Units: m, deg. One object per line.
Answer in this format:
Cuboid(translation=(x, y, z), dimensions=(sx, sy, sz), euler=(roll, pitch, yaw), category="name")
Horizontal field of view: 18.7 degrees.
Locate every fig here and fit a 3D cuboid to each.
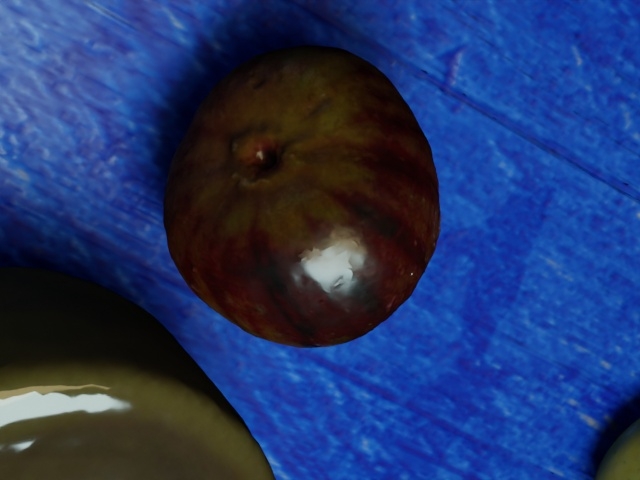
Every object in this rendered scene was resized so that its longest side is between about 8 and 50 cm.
Cuboid(translation=(0.001, -0.003, 1.060), dimensions=(0.148, 0.149, 0.202), euler=(-17, 118, 31), category="fig")

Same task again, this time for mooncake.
Cuboid(translation=(-0.172, 0.155, 1.069), dimensions=(0.284, 0.155, 0.284), euler=(-10, 121, -18), category="mooncake")

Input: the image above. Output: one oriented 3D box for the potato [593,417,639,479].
Cuboid(translation=(0.275, 0.247, 1.349), dimensions=(0.173, 0.140, 0.300), euler=(-26, 122, -15), category="potato")
